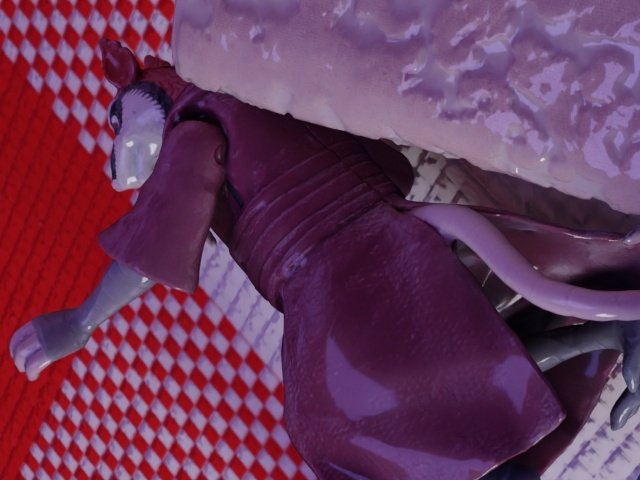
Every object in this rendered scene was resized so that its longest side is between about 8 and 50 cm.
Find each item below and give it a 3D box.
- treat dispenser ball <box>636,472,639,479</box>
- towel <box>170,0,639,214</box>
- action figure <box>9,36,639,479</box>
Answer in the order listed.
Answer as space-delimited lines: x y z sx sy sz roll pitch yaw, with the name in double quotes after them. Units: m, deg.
0.268 0.170 0.870 0.288 0.288 0.288 24 126 37 "treat dispenser ball"
0.080 -0.193 0.974 0.331 0.053 0.317 18 107 33 "towel"
0.000 0.000 1.100 0.370 0.248 0.276 46 136 16 "action figure"
